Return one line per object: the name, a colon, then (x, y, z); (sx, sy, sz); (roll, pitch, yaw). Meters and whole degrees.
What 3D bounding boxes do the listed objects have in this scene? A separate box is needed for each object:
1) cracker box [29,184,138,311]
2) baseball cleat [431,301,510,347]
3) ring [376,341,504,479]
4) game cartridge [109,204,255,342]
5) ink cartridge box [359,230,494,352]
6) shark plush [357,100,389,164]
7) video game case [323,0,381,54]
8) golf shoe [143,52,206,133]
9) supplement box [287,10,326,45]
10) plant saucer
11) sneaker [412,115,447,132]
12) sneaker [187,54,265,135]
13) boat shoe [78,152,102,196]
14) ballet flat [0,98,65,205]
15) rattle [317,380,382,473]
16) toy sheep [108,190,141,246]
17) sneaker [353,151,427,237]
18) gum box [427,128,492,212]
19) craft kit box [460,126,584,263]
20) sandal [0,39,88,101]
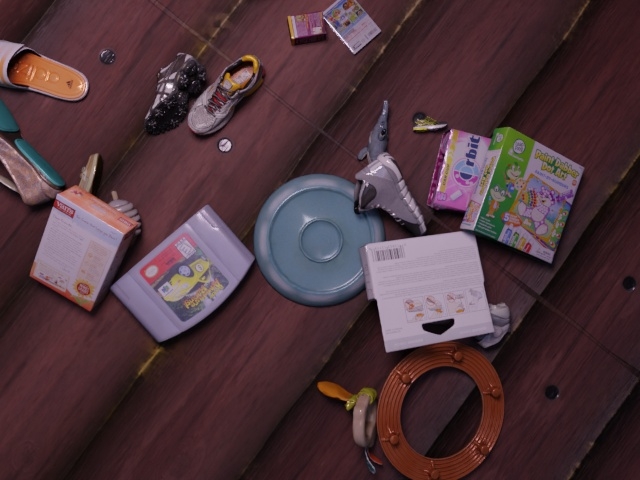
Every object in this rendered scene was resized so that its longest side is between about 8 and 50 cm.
cracker box: (-0.510, 0.020, 1.084); (0.155, 0.067, 0.232); (32, 117, -4)
baseball cleat: (0.354, 0.204, 1.192); (0.205, 0.072, 0.110); (-6, 91, -3)
ring: (0.290, 0.406, 1.179); (0.336, 0.032, 0.337); (0, 91, -15)
game cartridge: (-0.305, 0.085, 1.154); (0.294, 0.060, 0.196); (-42, 97, -3)
ink cartridge box: (0.242, 0.111, 1.147); (0.274, 0.060, 0.239); (-7, 82, -14)
shark plush: (0.147, -0.240, 1.174); (0.073, 0.067, 0.161); (24, 89, -4)
video game case: (0.072, -0.515, 1.195); (0.087, 0.011, 0.122); (-41, 93, -2)
golf shoe: (-0.341, -0.334, 1.145); (0.198, 0.077, 0.094); (-49, 62, 9)
supplement box: (-0.032, -0.493, 1.171); (0.083, 0.043, 0.055); (-9, 91, -3)
plant saucer: (0.000, 0.000, 1.180); (0.317, 0.044, 0.318); (0, 91, -3)
sneaker: (0.261, -0.280, 1.200); (0.083, 0.031, 0.035); (-7, 91, -4)
sneaker: (-0.219, -0.334, 1.134); (0.088, 0.093, 0.225); (41, 89, -4)
boat shoe: (-0.531, -0.125, 1.134); (0.048, 0.056, 0.153); (15, 97, -9)
ballet flat: (-0.700, -0.207, 1.098); (0.106, 0.107, 0.316); (-36, 92, 4)
rattle: (0.069, 0.438, 1.178); (0.142, 0.130, 0.200); (-3, 118, 6)
toy sheep: (-0.447, -0.046, 1.125); (0.091, 0.091, 0.132); (-13, 110, -4)
sneaker: (0.146, -0.078, 1.154); (0.132, 0.086, 0.229); (-31, 115, 3)
gum box: (0.328, -0.155, 1.191); (0.107, 0.062, 0.189); (13, 90, -5)
craft kit box: (0.473, -0.100, 1.174); (0.249, 0.061, 0.247); (19, 87, -22)
sandal: (-0.652, -0.384, 1.110); (0.265, 0.076, 0.102); (14, 89, -4)
